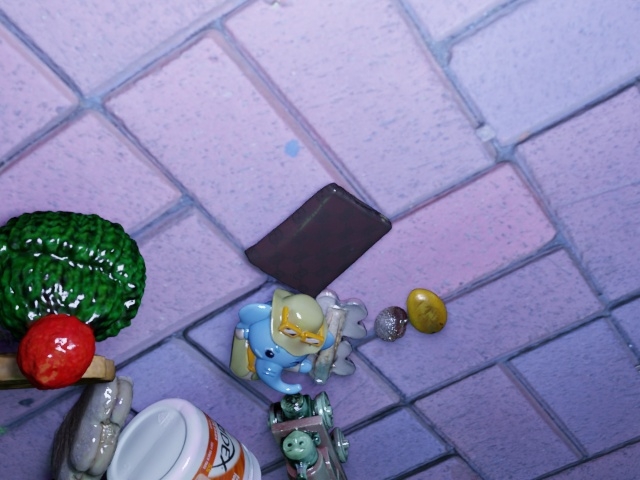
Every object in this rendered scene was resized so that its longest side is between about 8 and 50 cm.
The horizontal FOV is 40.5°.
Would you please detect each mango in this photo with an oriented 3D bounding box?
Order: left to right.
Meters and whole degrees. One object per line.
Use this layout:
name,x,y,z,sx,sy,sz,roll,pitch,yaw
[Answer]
mango,0.211,0.141,1.741,0.079,0.057,0.114,-21,122,17

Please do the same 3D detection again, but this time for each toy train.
toy train,-0.022,0.476,1.898,0.150,0.221,0.304,-13,131,8

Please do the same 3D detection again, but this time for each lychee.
lychee,0.144,0.167,1.745,0.083,0.067,0.068,-24,87,37

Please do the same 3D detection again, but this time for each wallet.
wallet,0.000,0.000,1.596,0.229,0.049,0.182,-40,127,24

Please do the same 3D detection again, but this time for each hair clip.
hair clip,0.015,0.202,1.765,0.146,0.075,0.257,14,123,2

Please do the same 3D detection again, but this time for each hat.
hat,-0.437,0.100,1.440,0.274,0.332,0.242,-7,122,-2

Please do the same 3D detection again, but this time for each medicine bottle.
medicine bottle,-0.294,0.500,1.868,0.252,0.252,0.241,-27,129,17

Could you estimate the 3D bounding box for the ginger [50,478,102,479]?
ginger,-0.511,0.661,2.047,0.321,0.172,0.165,36,81,-30

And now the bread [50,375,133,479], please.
bread,-0.487,0.429,1.832,0.102,0.183,0.337,18,131,-24

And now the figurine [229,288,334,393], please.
figurine,-0.082,0.199,1.690,0.180,0.154,0.262,35,137,5

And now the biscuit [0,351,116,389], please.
biscuit,-0.582,0.242,1.618,0.385,0.062,0.365,-2,170,-9
